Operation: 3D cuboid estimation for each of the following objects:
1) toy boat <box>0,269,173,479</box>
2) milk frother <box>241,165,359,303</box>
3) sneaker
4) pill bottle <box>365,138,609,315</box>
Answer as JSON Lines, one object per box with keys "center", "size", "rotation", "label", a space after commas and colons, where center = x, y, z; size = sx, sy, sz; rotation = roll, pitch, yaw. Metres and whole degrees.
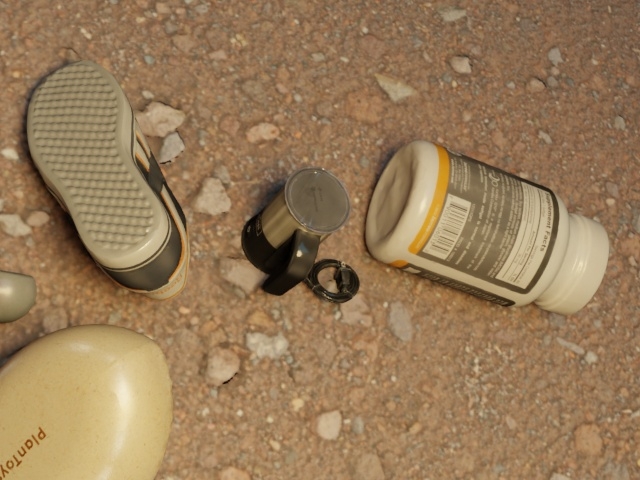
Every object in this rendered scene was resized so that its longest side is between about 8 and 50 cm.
{"center": [-0.274, 0.143, 1.135], "size": [0.318, 0.267, 0.148], "rotation": [54, 13, 19], "label": "toy boat"}
{"center": [0.000, 0.000, 1.366], "size": [0.143, 0.135, 0.129], "rotation": [1, 67, -27], "label": "milk frother"}
{"center": [-0.236, -0.062, 1.294], "size": [0.126, 0.127, 0.321], "rotation": [-26, 52, 0], "label": "sneaker"}
{"center": [0.210, -0.009, 1.462], "size": [0.279, 0.162, 0.162], "rotation": [20, 59, -18], "label": "pill bottle"}
